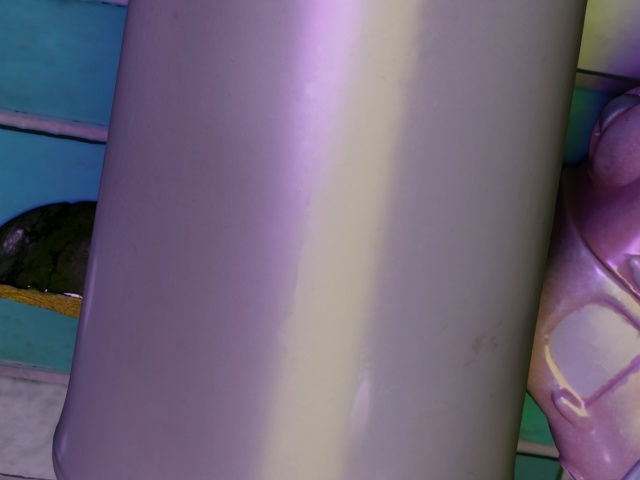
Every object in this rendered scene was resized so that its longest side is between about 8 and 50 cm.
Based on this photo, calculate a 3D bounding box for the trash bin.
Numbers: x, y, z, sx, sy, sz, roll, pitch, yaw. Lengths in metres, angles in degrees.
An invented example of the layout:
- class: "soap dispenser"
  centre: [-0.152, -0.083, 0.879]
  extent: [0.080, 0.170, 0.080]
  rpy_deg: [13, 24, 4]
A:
- class: "trash bin"
  centre: [0.000, 0.000, 0.968]
  extent: [0.280, 0.280, 0.432]
  rpy_deg: [6, 110, -8]

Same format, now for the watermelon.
- class: "watermelon"
  centre: [-0.143, 0.019, 1.137]
  extent: [0.181, 0.075, 0.092]
  rpy_deg: [17, 163, -12]

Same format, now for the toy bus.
- class: "toy bus"
  centre: [0.230, 0.022, 1.081]
  extent: [0.232, 0.197, 0.294]
  rpy_deg: [40, 113, -13]
